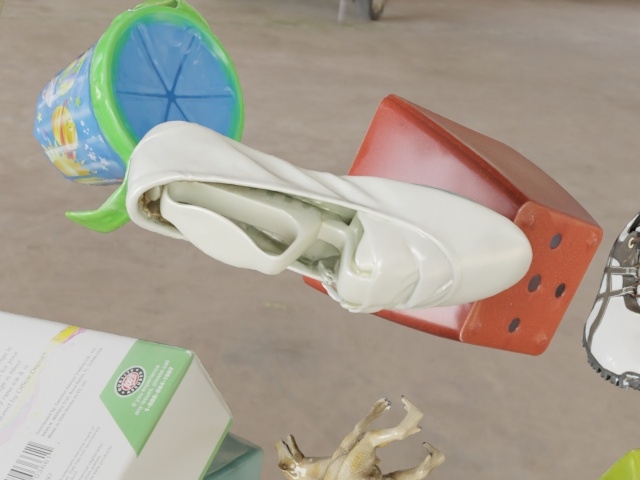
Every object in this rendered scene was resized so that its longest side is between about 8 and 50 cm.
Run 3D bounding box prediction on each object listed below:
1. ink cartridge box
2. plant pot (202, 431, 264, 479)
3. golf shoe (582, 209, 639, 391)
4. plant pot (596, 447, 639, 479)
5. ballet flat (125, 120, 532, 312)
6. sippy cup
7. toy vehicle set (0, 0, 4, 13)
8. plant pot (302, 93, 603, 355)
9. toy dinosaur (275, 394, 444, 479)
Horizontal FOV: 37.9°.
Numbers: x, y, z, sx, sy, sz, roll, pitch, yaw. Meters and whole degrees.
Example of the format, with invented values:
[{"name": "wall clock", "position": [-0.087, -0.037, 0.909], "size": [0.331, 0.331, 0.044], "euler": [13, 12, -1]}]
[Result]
[{"name": "ink cartridge box", "position": [-0.193, 0.142, 0.649], "size": [0.212, 0.093, 0.154], "euler": [8, 52, 26]}, {"name": "plant pot", "position": [-0.166, 0.260, 0.870], "size": [0.165, 0.165, 0.234], "euler": [18, 17, 29]}, {"name": "golf shoe", "position": [0.249, 0.036, 0.717], "size": [0.077, 0.094, 0.198], "euler": [11, 34, 9]}, {"name": "plant pot", "position": [0.282, 0.295, 0.627], "size": [0.228, 0.227, 0.207], "euler": [9, 45, -9]}, {"name": "ballet flat", "position": [0.000, 0.000, 0.886], "size": [0.400, 0.139, 0.139], "euler": [18, 24, 2]}, {"name": "sippy cup", "position": [-0.261, -0.172, 1.261], "size": [0.224, 0.240, 0.305], "euler": [-11, 22, 41]}, {"name": "toy vehicle set", "position": [-0.436, -0.393, 1.112], "size": [0.166, 0.267, 0.035], "euler": [24, 16, 10]}, {"name": "plant pot", "position": [0.186, 0.005, 1.180], "size": [0.267, 0.267, 0.236], "euler": [15, 13, -42]}, {"name": "toy dinosaur", "position": [0.026, 0.139, 0.547], "size": [0.092, 0.053, 0.183], "euler": [-35, 8, -14]}]
